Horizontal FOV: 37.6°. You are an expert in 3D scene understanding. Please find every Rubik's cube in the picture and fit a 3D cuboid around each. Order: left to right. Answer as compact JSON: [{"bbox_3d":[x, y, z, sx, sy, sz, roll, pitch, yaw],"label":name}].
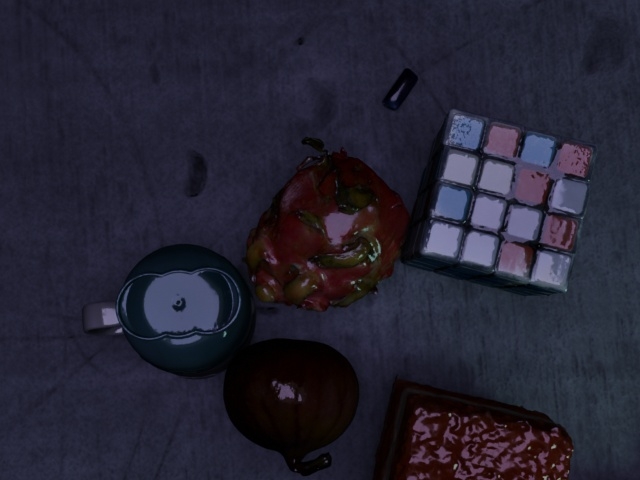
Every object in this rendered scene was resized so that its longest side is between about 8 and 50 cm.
[{"bbox_3d":[0.298,-0.055,1.613,0.256,0.259,0.253,15,84,0],"label":"Rubik's cube"}]

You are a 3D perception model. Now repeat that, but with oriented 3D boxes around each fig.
[{"bbox_3d":[-0.055,0.265,1.587,0.235,0.235,0.214,23,84,1],"label":"fig"}]

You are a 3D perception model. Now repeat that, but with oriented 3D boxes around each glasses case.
[{"bbox_3d":[0.150,-0.281,1.748,0.033,0.023,0.083,35,86,4],"label":"glasses case"}]

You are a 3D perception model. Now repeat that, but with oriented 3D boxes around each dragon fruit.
[{"bbox_3d":[0.000,0.000,1.608,0.291,0.269,0.250,-38,77,-8],"label":"dragon fruit"}]

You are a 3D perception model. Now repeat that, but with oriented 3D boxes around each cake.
[{"bbox_3d":[0.230,0.386,1.543,0.269,0.319,0.270,13,90,-2],"label":"cake"}]

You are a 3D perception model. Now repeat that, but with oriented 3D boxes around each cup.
[{"bbox_3d":[-0.256,0.123,1.592,0.289,0.257,0.219,-5,80,-1],"label":"cup"}]
